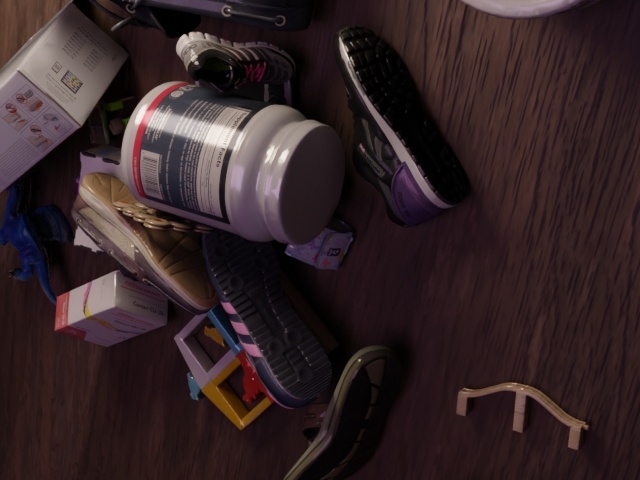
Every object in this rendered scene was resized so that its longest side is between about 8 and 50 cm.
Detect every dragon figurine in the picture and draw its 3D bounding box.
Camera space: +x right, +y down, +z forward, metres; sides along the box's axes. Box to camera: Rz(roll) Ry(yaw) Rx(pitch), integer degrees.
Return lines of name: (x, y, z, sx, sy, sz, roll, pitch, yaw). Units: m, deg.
dragon figurine: (-0.496, -0.007, 1.919, 0.144, 0.085, 0.289, -43, 77, 35)

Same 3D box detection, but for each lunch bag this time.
lunch bag: (0.000, 0.000, 1.602, 0.083, 0.053, 0.071, 24, 121, -5)

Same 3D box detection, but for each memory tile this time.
memory tile: (-0.230, -0.036, 1.605, 0.148, 0.113, 0.012, 24, 106, 52)

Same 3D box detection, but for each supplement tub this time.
supplement tub: (-0.123, -0.108, 1.536, 0.272, 0.191, 0.191, 17, 113, 28)

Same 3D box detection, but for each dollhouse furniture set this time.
dollhouse furniture set: (-0.325, -0.196, 1.787, 0.151, 0.058, 0.076, 12, 119, 51)

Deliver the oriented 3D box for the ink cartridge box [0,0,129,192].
ink cartridge box: (-0.466, -0.230, 1.778, 0.309, 0.272, 0.130, -30, 117, 37)

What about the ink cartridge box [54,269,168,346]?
ink cartridge box: (-0.333, 0.111, 1.816, 0.198, 0.115, 0.067, -23, 58, 37)

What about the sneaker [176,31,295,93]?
sneaker: (-0.114, -0.235, 1.514, 0.063, 0.170, 0.075, 122, 147, -42)

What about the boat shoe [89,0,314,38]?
boat shoe: (-0.232, -0.365, 1.555, 0.500, 0.187, 0.156, 5, 114, 18)

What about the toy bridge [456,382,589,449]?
toy bridge: (0.277, 0.230, 1.502, 0.188, 0.026, 0.063, 12, 109, 31)

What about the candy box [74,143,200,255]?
candy box: (-0.290, -0.050, 1.756, 0.196, 0.070, 0.165, 17, 113, 18)

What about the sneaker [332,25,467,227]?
sneaker: (0.073, -0.147, 1.486, 0.124, 0.107, 0.283, -31, 85, 42)

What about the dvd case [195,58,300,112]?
dvd case: (-0.106, -0.151, 1.648, 0.179, 0.029, 0.239, 6, 107, 33)

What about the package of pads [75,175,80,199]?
package of pads: (-0.374, -0.078, 1.849, 0.083, 0.032, 0.050, 15, 109, 30)

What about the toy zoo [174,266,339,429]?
toy zoo: (-0.120, 0.173, 1.750, 0.192, 0.030, 0.293, 52, 125, 11)

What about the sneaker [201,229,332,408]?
sneaker: (-0.099, 0.109, 1.640, 0.319, 0.112, 0.131, 65, 156, 15)

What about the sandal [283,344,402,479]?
sandal: (0.031, 0.263, 1.641, 0.086, 0.120, 0.303, 53, 127, 42)

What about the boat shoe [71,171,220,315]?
boat shoe: (-0.269, 0.016, 1.676, 0.285, 0.103, 0.092, 42, 123, 8)

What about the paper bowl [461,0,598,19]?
paper bowl: (0.256, -0.401, 1.257, 0.284, 0.148, 0.284, 10, 108, 32)
